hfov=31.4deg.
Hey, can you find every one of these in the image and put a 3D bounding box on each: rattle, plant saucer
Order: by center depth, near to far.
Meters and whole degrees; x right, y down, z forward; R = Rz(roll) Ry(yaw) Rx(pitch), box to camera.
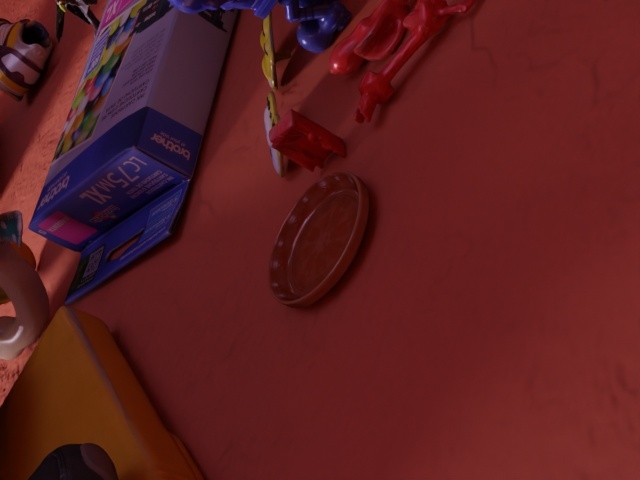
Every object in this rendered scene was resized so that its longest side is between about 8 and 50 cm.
[{"bbox_3d":[0.000,0.000,0.643,0.083,0.013,0.083,-39,35,34],"label":"plant saucer"},{"bbox_3d":[-0.261,-0.004,0.960,0.143,0.130,0.199,-40,-26,-44],"label":"rattle"}]

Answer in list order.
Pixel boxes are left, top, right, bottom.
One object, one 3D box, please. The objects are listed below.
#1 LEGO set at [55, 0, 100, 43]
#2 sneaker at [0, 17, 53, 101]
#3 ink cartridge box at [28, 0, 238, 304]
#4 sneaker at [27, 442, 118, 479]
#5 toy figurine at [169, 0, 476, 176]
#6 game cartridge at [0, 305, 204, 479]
[{"bbox_3d":[-0.275,-0.389,1.182,0.192,0.255,0.331,-14,61,20],"label":"LEGO set"},{"bbox_3d":[-0.372,-0.244,1.424,0.084,0.069,0.185,-44,38,12],"label":"sneaker"},{"bbox_3d":[-0.153,-0.115,0.950,0.186,0.065,0.311,-27,45,47],"label":"ink cartridge box"},{"bbox_3d":[-0.197,0.216,0.587,0.267,0.106,0.101,-58,28,3],"label":"sneaker"},{"bbox_3d":[-0.057,-0.238,0.735,0.191,0.217,0.362,-42,35,32],"label":"toy figurine"},{"bbox_3d":[-0.181,0.222,0.712,0.285,0.053,0.324,-59,31,4],"label":"game cartridge"}]
